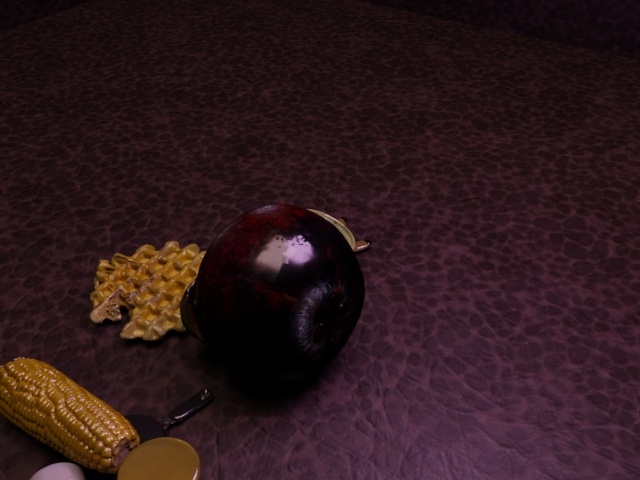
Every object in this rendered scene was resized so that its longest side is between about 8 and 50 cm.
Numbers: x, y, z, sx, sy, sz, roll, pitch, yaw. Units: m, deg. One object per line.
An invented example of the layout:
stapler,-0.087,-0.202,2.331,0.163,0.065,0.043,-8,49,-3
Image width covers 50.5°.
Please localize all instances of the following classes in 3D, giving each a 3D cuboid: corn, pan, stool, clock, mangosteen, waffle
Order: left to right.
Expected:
corn,-0.393,0.264,1.025,0.305,0.106,0.106,18,41,35
pan,-0.264,0.297,1.061,0.136,0.028,0.235,27,46,34
waffle,-0.312,0.094,1.306,0.250,0.056,0.261,-8,36,-12
stool,-0.214,0.347,0.932,0.135,0.110,0.134,1,37,4
mangosteen,-0.078,0.079,1.134,0.300,0.300,0.300,-1,38,0
clock,0.000,0.000,1.369,0.170,0.069,0.232,42,30,27

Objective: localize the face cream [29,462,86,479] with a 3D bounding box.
face cream,-0.320,0.414,0.871,0.082,0.082,0.269,-17,41,-20
